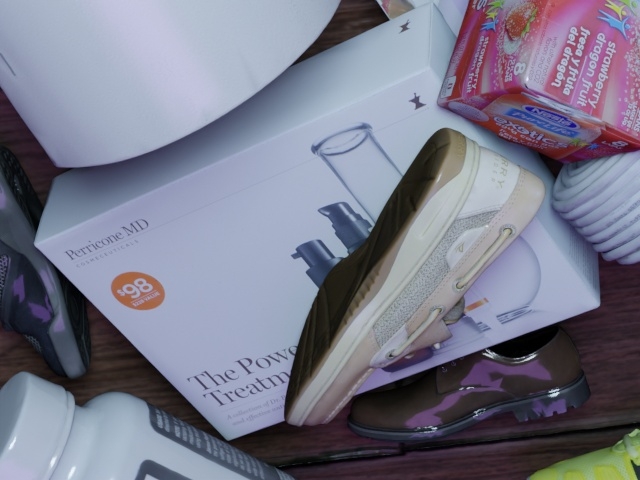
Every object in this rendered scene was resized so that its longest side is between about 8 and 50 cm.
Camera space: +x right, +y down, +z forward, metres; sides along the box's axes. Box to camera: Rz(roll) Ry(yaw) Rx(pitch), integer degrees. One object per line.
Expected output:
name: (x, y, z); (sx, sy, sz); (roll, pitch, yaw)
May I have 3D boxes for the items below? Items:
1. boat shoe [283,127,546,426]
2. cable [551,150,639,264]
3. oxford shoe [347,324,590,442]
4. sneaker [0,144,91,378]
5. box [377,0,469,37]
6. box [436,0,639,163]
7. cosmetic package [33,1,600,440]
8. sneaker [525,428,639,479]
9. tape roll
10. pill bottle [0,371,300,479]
boat shoe: (0.065, 0.048, 1.292); (0.098, 0.109, 0.302); (23, 125, -14)
cable: (0.283, -0.099, 1.285); (0.089, 0.257, 0.257); (40, 96, -4)
oxford shoe: (0.129, 0.126, 1.565); (0.227, 0.083, 0.096); (-16, 108, 5)
sneaker: (-0.282, 0.033, 1.431); (0.130, 0.087, 0.227); (-18, 124, 10)
box: (0.081, -0.194, 1.311); (0.063, 0.067, 0.324); (-28, 124, 15)
box: (0.196, -0.196, 1.199); (0.123, 0.128, 0.256); (22, 79, -21)
cosmetic package: (0.000, 0.000, 1.391); (0.377, 0.097, 0.284); (-23, 125, 25)
sneaker: (0.385, 0.200, 1.628); (0.385, 0.145, 0.147); (-11, 97, 5)
tape roll: (-0.128, -0.190, 1.134); (0.246, 0.246, 0.169); (-25, 118, 12)
pill bottle: (-0.153, 0.242, 1.484); (0.319, 0.176, 0.176); (30, 119, -20)
